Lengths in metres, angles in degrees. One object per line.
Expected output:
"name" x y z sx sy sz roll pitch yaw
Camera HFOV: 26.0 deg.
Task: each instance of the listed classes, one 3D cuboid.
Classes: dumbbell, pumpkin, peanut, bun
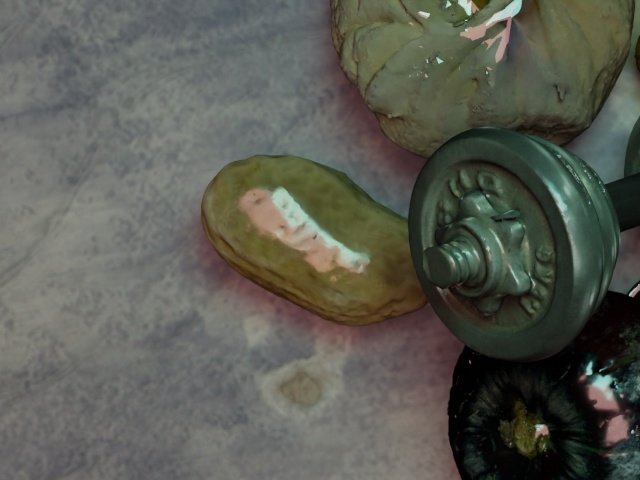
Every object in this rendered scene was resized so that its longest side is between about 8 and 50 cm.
"dumbbell" 0.236 -0.028 1.084 0.179 0.406 0.179 24 122 45
"pumpkin" 0.214 0.150 1.174 0.233 0.163 0.233 6 98 45
"peanut" 0.000 0.000 1.254 0.224 0.129 0.129 31 95 -1
"bun" 0.143 -0.195 1.189 0.281 0.205 0.281 0 91 9

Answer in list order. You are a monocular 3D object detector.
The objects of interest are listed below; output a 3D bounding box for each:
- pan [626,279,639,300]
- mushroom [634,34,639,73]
"pan" 0.344 0.040 1.230 0.136 0.028 0.235 17 87 25
"mushroom" 0.340 -0.173 1.215 0.126 0.085 0.109 -40 84 15
